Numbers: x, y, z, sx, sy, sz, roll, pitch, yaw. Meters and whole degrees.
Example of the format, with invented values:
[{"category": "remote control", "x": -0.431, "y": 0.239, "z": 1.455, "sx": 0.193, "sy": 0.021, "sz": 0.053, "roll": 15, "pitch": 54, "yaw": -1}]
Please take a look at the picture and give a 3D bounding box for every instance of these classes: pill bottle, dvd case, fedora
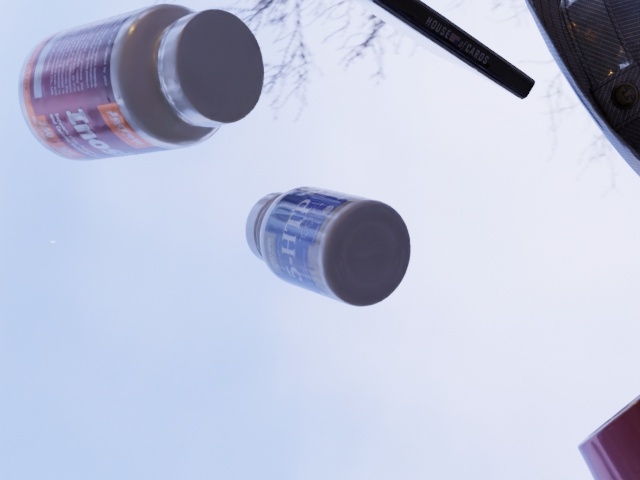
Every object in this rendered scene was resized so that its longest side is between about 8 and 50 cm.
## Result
[{"category": "pill bottle", "x": 0.000, "y": 0.000, "z": 1.173, "sx": 0.112, "sy": 0.186, "sz": 0.112, "roll": -6, "pitch": -78, "yaw": -33}, {"category": "dvd case", "x": 0.096, "y": -0.233, "z": 1.149, "sx": 0.238, "sy": 0.179, "sz": 0.029, "roll": 25, "pitch": -79, "yaw": -40}, {"category": "fedora", "x": 0.283, "y": -0.145, "z": 0.805, "sx": 0.243, "sy": 0.124, "sz": 0.275, "roll": -3, "pitch": -118, "yaw": -45}, {"category": "pill bottle", "x": -0.109, "y": -0.095, "z": 0.660, "sx": 0.086, "sy": 0.152, "sz": 0.086, "roll": 2, "pitch": -93, "yaw": -45}]

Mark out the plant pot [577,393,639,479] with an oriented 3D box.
[{"category": "plant pot", "x": 0.361, "y": 0.235, "z": 1.079, "sx": 0.201, "sy": 0.201, "sz": 0.180, "roll": -33, "pitch": -106, "yaw": -18}]
